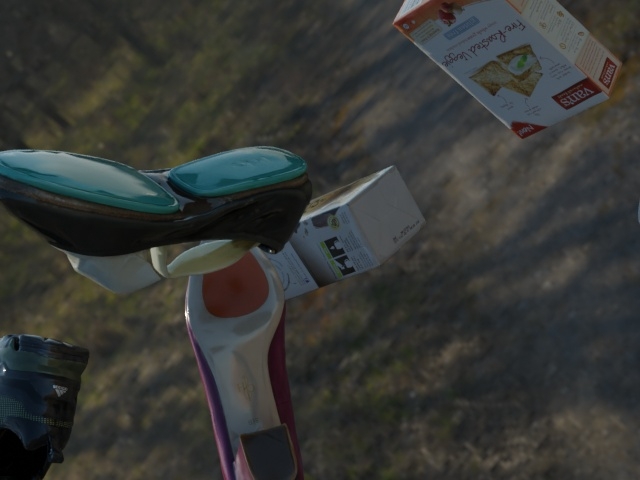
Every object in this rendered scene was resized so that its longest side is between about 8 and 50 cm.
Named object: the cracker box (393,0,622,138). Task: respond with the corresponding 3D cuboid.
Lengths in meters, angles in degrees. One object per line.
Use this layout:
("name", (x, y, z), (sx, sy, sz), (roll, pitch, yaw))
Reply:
("cracker box", (0.224, -0.236, 1.666), (0.156, 0.232, 0.067), (-26, 32, 52))

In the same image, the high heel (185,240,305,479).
("high heel", (-0.098, 0.174, 1.714), (0.181, 0.127, 0.377), (99, 164, -58))

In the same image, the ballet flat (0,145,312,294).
("ballet flat", (-0.118, -0.012, 0.998), (0.095, 0.280, 0.096), (35, 117, 42))

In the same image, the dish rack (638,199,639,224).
("dish rack", (0.315, 0.017, 0.676), (0.285, 0.333, 0.072), (73, -142, -64))

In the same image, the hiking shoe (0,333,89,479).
("hiking shoe", (-0.261, 0.153, 1.085), (0.227, 0.086, 0.114), (-33, 46, 48))

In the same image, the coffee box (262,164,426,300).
("coffee box", (0.000, 0.000, 2.285), (0.297, 0.118, 0.168), (-22, 11, 39))
